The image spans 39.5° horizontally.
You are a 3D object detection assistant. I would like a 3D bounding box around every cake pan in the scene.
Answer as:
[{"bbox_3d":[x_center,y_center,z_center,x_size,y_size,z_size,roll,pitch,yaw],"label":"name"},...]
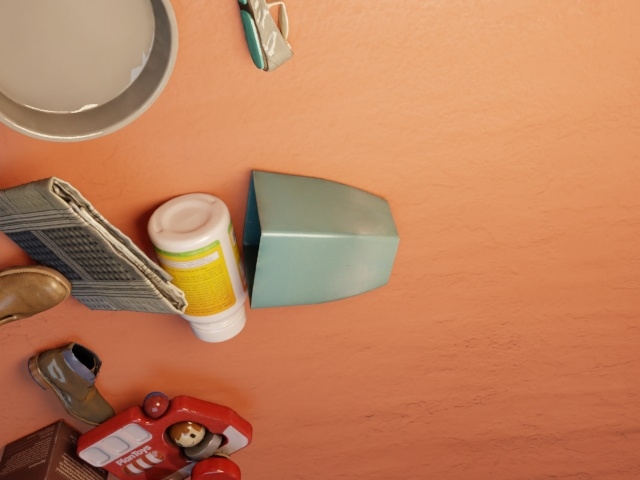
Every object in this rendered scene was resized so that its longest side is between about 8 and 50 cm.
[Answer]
[{"bbox_3d":[-0.344,-0.274,1.231,0.293,0.054,0.293,-17,133,-19],"label":"cake pan"}]

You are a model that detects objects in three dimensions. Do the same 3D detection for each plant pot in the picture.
[{"bbox_3d":[0.000,0.000,1.470,0.234,0.166,0.166,1,130,-13],"label":"plant pot"}]

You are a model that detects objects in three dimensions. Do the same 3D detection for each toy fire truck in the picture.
[{"bbox_3d":[-0.304,0.411,1.789,0.302,0.169,0.254,-31,127,21],"label":"toy fire truck"}]

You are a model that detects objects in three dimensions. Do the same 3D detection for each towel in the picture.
[{"bbox_3d":[-0.388,0.010,1.443,0.324,0.056,0.312,-1,138,47],"label":"towel"}]

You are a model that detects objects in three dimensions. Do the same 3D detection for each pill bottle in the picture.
[{"bbox_3d":[-0.199,0.054,1.517,0.136,0.136,0.246,-7,130,4],"label":"pill bottle"}]

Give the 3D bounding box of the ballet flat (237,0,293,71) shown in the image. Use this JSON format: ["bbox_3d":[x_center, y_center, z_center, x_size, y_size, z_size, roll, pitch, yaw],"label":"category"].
[{"bbox_3d":[-0.089,-0.339,1.248,0.068,0.072,0.213,-30,131,-12],"label":"ballet flat"}]

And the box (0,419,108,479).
[{"bbox_3d":[-0.567,0.522,1.859,0.167,0.203,0.168,-25,126,19],"label":"box"}]

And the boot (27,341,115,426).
[{"bbox_3d":[-0.458,0.284,1.741,0.106,0.082,0.219,-28,123,24],"label":"boot"}]

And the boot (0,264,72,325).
[{"bbox_3d":[-0.566,0.128,1.557,0.305,0.115,0.112,-17,129,24],"label":"boot"}]
